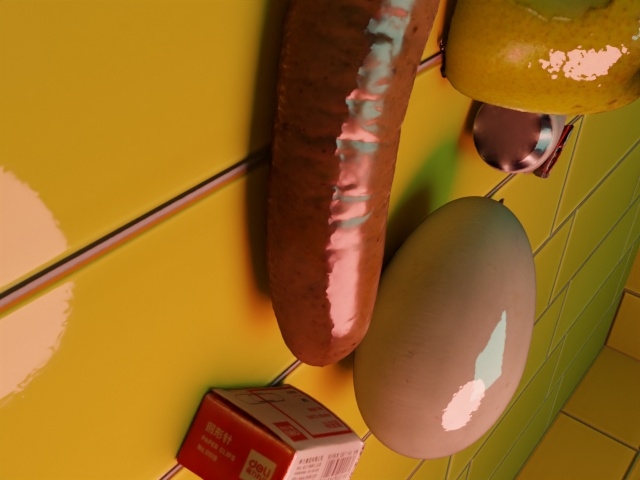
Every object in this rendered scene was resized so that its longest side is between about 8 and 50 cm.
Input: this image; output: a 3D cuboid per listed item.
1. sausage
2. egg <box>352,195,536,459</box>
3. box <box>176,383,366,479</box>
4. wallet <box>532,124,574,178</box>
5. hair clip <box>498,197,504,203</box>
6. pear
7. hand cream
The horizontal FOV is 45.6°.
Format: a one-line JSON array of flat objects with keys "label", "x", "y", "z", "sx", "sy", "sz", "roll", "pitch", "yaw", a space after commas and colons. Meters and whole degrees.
[{"label": "sausage", "x": 0.015, "y": -0.079, "z": 0.722, "sx": 0.136, "sy": 0.123, "sz": 0.500, "roll": -16, "pitch": 126, "yaw": -38}, {"label": "egg", "x": 0.174, "y": 0.118, "z": 1.045, "sx": 0.230, "sy": 0.230, "sz": 0.370, "roll": 24, "pitch": 87, "yaw": -62}, {"label": "box", "x": -0.049, "y": 0.235, "z": 0.868, "sx": 0.182, "sy": 0.133, "sz": 0.099, "roll": 20, "pitch": 96, "yaw": -60}, {"label": "wallet", "x": 0.420, "y": -0.161, "z": 1.383, "sx": 0.196, "sy": 0.020, "sz": 0.103, "roll": -30, "pitch": 143, "yaw": -78}, {"label": "hair clip", "x": 0.275, "y": 0.003, "z": 1.319, "sx": 0.049, "sy": 0.049, "sz": 0.172, "roll": 24, "pitch": 86, "yaw": -62}, {"label": "pear", "x": 0.325, "y": -0.287, "z": 0.915, "sx": 0.286, "sy": 0.282, "sz": 0.176, "roll": -57, "pitch": 160, "yaw": -13}, {"label": "hand cream", "x": 0.341, "y": -0.177, "z": 1.222, "sx": 0.359, "sy": 0.118, "sz": 0.185, "roll": -19, "pitch": 131, "yaw": -63}]
